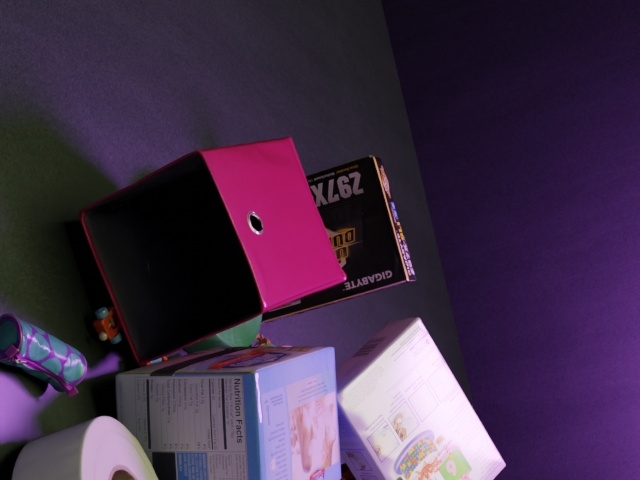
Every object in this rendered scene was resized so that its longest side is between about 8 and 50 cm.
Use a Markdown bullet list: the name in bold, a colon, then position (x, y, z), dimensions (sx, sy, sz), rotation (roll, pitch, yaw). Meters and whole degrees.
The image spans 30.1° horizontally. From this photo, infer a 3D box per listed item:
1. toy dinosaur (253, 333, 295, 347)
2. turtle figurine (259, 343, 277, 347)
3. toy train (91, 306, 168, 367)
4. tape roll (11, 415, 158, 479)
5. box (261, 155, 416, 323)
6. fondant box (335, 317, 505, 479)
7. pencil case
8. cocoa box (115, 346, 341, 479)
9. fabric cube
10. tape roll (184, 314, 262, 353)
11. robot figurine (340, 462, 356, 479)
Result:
- **toy dinosaur**: position (-0.100, 0.229, 2.286), dimensions (0.211, 0.064, 0.112), rotation (-46, 127, -49)
- **turtle figurine**: position (-0.035, 0.321, 2.123), dimensions (0.275, 0.198, 0.266), rotation (20, 64, -29)
- **toy train**: position (-0.298, 0.155, 1.825), dimensions (0.166, 0.046, 0.125), rotation (65, 30, -28)
- **tape roll**: position (-0.281, 0.373, 1.519), dimensions (0.286, 0.100, 0.286), rotation (-19, 90, -81)
- **box**: position (0.000, 0.000, 2.347), dimensions (0.079, 0.322, 0.257), rotation (4, 71, -71)
- **fondant box**: position (0.155, 0.337, 2.087), dimensions (0.238, 0.096, 0.330), rotation (-39, 103, -34)
- **pencil case**: position (-0.375, 0.153, 1.573), dimensions (0.152, 0.064, 0.070), rotation (42, 20, -55)
- **cocoa box**: position (-0.128, 0.292, 1.829), dimensions (0.347, 0.228, 0.231), rotation (-3, 90, -70)
- **fabric cube**: position (-0.158, 0.009, 1.818), dimensions (0.258, 0.259, 0.254), rotation (-17, 84, -60)
- **tape roll**: position (-0.208, 0.045, 2.108), dimensions (0.321, 0.077, 0.321), rotation (53, 27, -43)
- **robot figurine**: position (0.088, 0.478, 2.230), dimensions (0.211, 0.291, 0.085), rotation (58, 24, -36)
